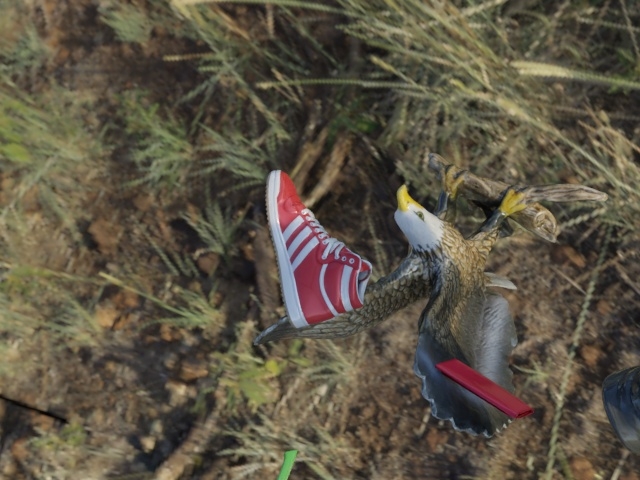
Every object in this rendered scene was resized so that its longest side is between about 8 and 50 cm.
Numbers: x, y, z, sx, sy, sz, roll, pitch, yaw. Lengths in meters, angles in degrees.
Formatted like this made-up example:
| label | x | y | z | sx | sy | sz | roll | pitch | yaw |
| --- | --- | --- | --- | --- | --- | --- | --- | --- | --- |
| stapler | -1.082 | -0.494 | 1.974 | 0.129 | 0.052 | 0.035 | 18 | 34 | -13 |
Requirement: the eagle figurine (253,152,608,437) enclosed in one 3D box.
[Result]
| label | x | y | z | sx | sy | sz | roll | pitch | yaw |
| --- | --- | --- | --- | --- | --- | --- | --- | --- | --- |
| eagle figurine | 0.102 | 0.045 | 0.959 | 0.298 | 0.225 | 0.226 | -58 | 15 | -26 |

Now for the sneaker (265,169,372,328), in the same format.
| label | x | y | z | sx | sy | sz | roll | pitch | yaw |
| --- | --- | --- | --- | --- | --- | --- | --- | --- | --- |
| sneaker | 0.000 | 0.000 | 0.723 | 0.067 | 0.042 | 0.118 | -14 | 80 | 14 |

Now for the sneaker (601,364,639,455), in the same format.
| label | x | y | z | sx | sy | sz | roll | pitch | yaw |
| --- | --- | --- | --- | --- | --- | --- | --- | --- | --- |
| sneaker | 0.413 | 0.132 | 0.976 | 0.130 | 0.286 | 0.109 | -41 | 71 | 52 |

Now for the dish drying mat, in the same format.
| label | x | y | z | sx | sy | sz | roll | pitch | yaw |
| --- | --- | --- | --- | --- | --- | --- | --- | --- | --- |
| dish drying mat | 0.135 | 0.122 | 0.818 | 0.083 | 0.032 | 0.008 | 30 | 114 | 35 |

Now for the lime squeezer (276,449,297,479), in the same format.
| label | x | y | z | sx | sy | sz | roll | pitch | yaw |
| --- | --- | --- | --- | --- | --- | --- | --- | --- | --- |
| lime squeezer | -0.054 | 0.432 | 1.284 | 0.059 | 0.110 | 0.310 | -54 | 43 | 48 |
